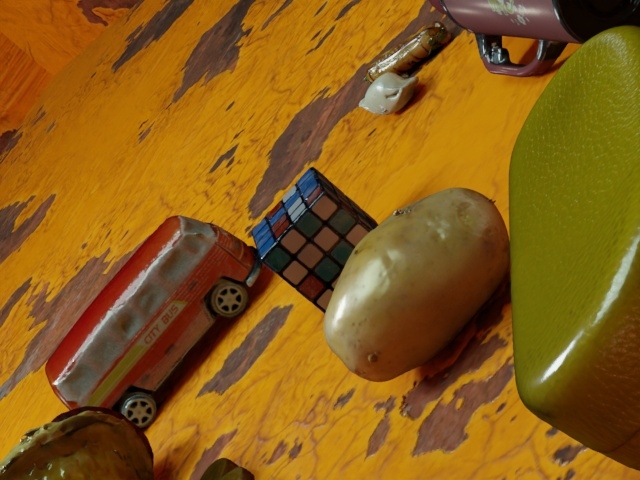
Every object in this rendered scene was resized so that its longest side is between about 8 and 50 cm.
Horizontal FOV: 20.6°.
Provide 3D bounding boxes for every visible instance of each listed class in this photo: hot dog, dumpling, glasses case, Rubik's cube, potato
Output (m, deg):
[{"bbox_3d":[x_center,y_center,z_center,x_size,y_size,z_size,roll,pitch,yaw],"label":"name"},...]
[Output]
[{"bbox_3d":[0.100,-0.209,1.995,0.122,0.037,0.049,-28,15,38],"label":"hot dog"},{"bbox_3d":[0.081,-0.165,1.935,0.059,0.043,0.077,-42,-7,-39],"label":"dumpling"},{"bbox_3d":[0.216,-0.011,1.100,0.173,0.141,0.371,-57,12,27],"label":"glasses case"},{"bbox_3d":[0.000,0.000,1.688,0.092,0.092,0.092,-48,17,7],"label":"Rubik's cube"},{"bbox_3d":[0.077,0.032,1.407,0.178,0.109,0.118,-44,-5,-3],"label":"potato"}]

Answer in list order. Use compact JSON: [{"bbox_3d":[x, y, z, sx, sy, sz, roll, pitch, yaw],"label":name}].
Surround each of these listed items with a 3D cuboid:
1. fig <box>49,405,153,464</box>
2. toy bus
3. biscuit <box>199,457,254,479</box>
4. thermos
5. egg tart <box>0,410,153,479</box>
[{"bbox_3d":[-0.221,0.217,1.733,0.128,0.128,0.150,-40,14,27],"label":"fig"},{"bbox_3d":[-0.183,0.087,1.907,0.265,0.120,0.121,-50,18,0],"label":"toy bus"},{"bbox_3d":[-0.129,0.278,1.517,0.205,0.031,0.138,-51,12,-10],"label":"biscuit"},{"bbox_3d":[0.195,-0.234,1.664,0.109,0.136,0.330,-39,21,-11],"label":"thermos"},{"bbox_3d":[-0.223,0.255,1.571,0.090,0.212,0.212,24,71,41],"label":"egg tart"}]
